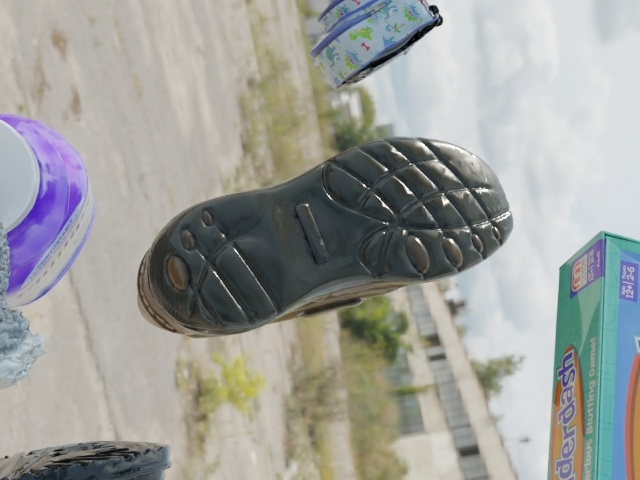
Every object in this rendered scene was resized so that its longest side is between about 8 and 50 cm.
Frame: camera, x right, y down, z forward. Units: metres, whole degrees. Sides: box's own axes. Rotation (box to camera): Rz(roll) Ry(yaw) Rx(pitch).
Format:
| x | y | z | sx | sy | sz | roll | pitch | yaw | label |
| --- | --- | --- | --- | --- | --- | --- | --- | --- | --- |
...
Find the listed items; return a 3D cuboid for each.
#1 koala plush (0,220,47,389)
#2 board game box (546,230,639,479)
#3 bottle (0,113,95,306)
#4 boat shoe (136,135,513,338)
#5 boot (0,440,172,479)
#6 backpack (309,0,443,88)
| x | y | z | sx | sy | sz | roll | pitch | yaw | label |
| --- | --- | --- | --- | --- | --- | --- | --- | --- | --- |
| -0.237 | 0.043 | 0.528 | 0.203 | 0.221 | 0.196 | 28 | 37 | -64 | koala plush |
| 0.195 | 0.096 | 0.441 | 0.047 | 0.210 | 0.160 | 121 | -20 | -65 | board game box |
| -0.201 | -0.020 | 0.711 | 0.118 | 0.092 | 0.283 | -58 | -175 | -10 | bottle |
| 0.000 | 0.000 | 0.891 | 0.120 | 0.324 | 0.122 | -32 | -108 | 59 | boat shoe |
| -0.199 | 0.254 | 0.765 | 0.246 | 0.094 | 0.207 | -7 | 92 | -49 | boot |
| 0.044 | -0.208 | 1.112 | 0.084 | 0.114 | 0.105 | 53 | -22 | -3 | backpack |
